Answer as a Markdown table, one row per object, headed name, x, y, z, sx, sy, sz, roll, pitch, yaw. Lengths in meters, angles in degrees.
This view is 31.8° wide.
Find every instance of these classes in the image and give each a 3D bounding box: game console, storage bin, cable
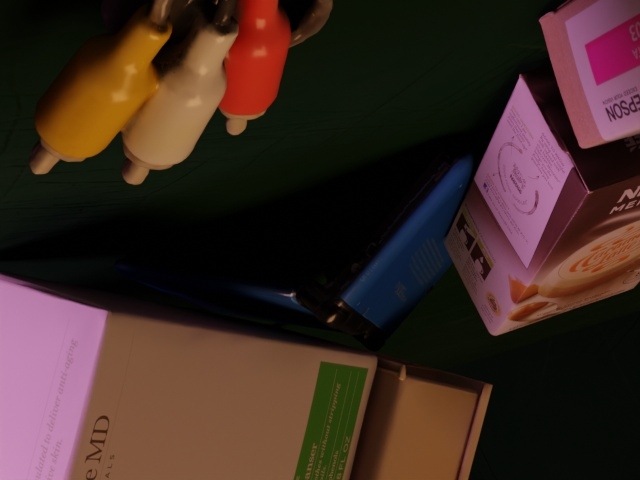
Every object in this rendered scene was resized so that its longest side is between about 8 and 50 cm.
| name | x | y | z | sx | sy | sz | roll | pitch | yaw |
| --- | --- | --- | --- | --- | --- | --- | --- | --- | --- |
| game console | 0.000 | 0.000 | 0.988 | 0.250 | 0.173 | 0.293 | -50 | 167 | -1 |
| storage bin | 0.002 | 0.233 | 1.105 | 0.123 | 0.262 | 0.260 | 18 | 174 | -41 |
| cable | -0.024 | -0.104 | 0.405 | 0.139 | 0.072 | 0.287 | -18 | 168 | -27 |

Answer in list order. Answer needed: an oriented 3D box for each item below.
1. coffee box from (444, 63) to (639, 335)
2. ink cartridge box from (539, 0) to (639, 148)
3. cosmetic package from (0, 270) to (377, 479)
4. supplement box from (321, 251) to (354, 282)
| name | x | y | z | sx | sy | sz | roll | pitch | yaw |
| --- | --- | --- | --- | --- | --- | --- | --- | --- | --- |
| coffee box | 0.197 | -0.034 | 0.842 | 0.141 | 0.098 | 0.246 | -18 | 157 | -14 |
| ink cartridge box | 0.254 | -0.126 | 0.576 | 0.193 | 0.088 | 0.234 | -16 | 179 | -14 |
| cosmetic package | -0.122 | 0.149 | 0.878 | 0.155 | 0.197 | 0.365 | 13 | 178 | 31 |
| supplement box | 0.049 | 0.033 | 1.156 | 0.083 | 0.043 | 0.055 | -20 | 168 | 4 |
